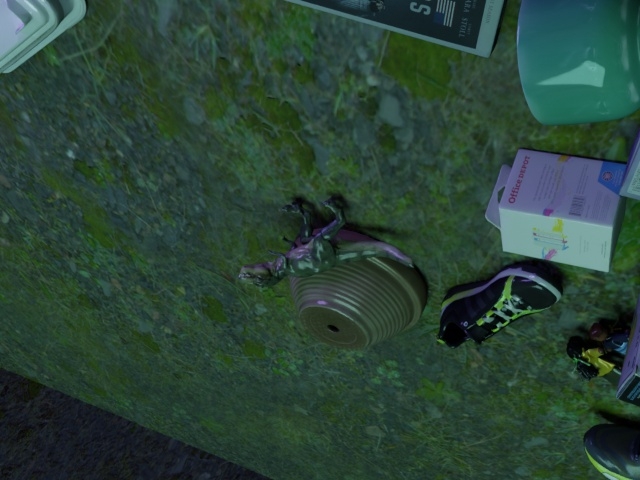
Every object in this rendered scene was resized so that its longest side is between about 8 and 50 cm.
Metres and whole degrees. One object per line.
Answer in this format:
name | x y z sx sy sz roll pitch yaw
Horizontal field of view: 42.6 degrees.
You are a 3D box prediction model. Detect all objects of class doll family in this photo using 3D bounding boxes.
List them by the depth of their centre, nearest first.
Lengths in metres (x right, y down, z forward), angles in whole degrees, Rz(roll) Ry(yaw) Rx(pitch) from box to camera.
doll family | 0.413 0.159 1.179 0.111 0.076 0.193 29 146 2

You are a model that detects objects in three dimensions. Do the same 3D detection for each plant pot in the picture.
plant pot | 0.041 0.097 1.305 0.237 0.110 0.237 19 145 13

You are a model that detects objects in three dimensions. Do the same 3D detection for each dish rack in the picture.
dish rack | -0.489 -0.334 1.073 0.285 0.072 0.333 42 148 -28

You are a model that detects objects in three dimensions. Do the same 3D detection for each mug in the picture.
mug | 0.236 -0.177 0.711 0.097 0.129 0.158 1 143 35

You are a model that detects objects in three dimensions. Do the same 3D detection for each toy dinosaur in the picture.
toy dinosaur | 0.000 0.000 1.209 0.268 0.064 0.118 -10 101 22

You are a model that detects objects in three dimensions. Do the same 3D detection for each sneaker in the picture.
sneaker | 0.254 0.110 1.189 0.084 0.097 0.234 34 149 -16
sneaker | 0.584 0.346 1.333 0.300 0.111 0.121 9 137 17

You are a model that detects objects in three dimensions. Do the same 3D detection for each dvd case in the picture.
dvd case | 0.065 -0.276 0.784 0.238 0.030 0.179 19 151 12

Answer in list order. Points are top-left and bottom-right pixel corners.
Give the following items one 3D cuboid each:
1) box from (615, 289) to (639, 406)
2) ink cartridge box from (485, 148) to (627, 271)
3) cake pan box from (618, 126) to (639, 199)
box | 0.522 0.149 0.982 0.290 0.169 0.087 17 152 12
ink cartridge box | 0.271 -0.037 0.947 0.143 0.092 0.090 12 149 24
cake pan box | 0.428 -0.101 0.753 0.245 0.070 0.267 18 150 17
